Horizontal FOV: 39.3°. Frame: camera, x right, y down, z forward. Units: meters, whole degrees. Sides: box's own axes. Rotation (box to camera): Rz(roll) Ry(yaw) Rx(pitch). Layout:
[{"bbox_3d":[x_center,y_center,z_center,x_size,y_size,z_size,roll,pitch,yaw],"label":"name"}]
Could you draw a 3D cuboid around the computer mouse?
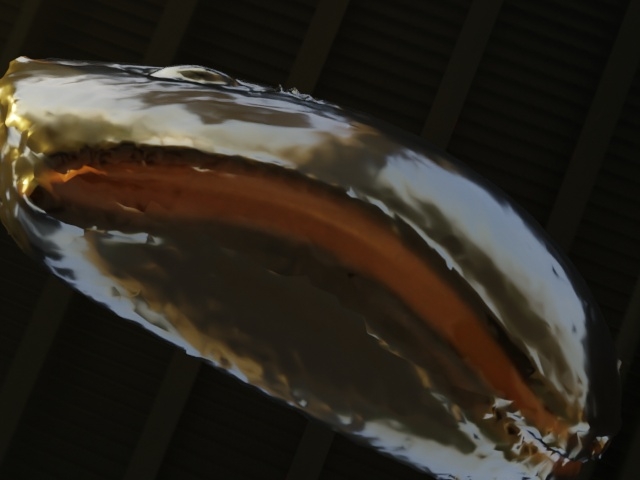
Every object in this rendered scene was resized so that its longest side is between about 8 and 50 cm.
[{"bbox_3d":[0.003,-0.004,0.413,0.323,0.183,0.116,28,-74,-7],"label":"computer mouse"}]
